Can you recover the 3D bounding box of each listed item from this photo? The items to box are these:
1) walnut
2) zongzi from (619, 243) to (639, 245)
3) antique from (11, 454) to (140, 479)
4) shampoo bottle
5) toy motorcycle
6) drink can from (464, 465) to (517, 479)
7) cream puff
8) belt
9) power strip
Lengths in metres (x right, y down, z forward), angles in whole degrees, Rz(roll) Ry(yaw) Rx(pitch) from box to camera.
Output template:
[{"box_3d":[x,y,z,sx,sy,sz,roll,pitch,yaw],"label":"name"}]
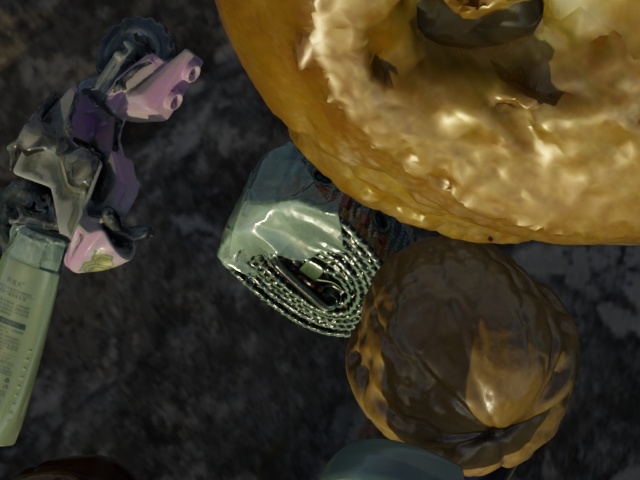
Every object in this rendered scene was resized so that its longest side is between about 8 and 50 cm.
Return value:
[{"box_3d":[0.120,0.094,1.306,0.213,0.213,0.213,-3,67,7],"label":"walnut"},{"box_3d":[0.471,-0.148,1.877,0.322,0.160,0.361,11,61,-18],"label":"zongzi"},{"box_3d":[-0.179,0.268,1.157,0.129,0.278,0.224,-8,54,0],"label":"antique"},{"box_3d":[-0.292,0.090,1.459,0.072,0.049,0.212,23,98,24],"label":"shampoo bottle"},{"box_3d":[-0.244,-0.096,1.771,0.188,0.143,0.327,34,90,24],"label":"toy motorcycle"},{"box_3d":[0.109,0.227,1.440,0.118,0.118,0.205,26,49,17],"label":"drink can"},{"box_3d":[0.112,-0.163,0.683,0.327,0.343,0.231,7,36,3],"label":"cream puff"},{"box_3d":[0.000,0.000,1.962,0.257,0.207,0.150,43,43,-20],"label":"belt"},{"box_3d":[0.062,0.223,1.149,0.137,0.216,0.044,17,54,28],"label":"power strip"}]
